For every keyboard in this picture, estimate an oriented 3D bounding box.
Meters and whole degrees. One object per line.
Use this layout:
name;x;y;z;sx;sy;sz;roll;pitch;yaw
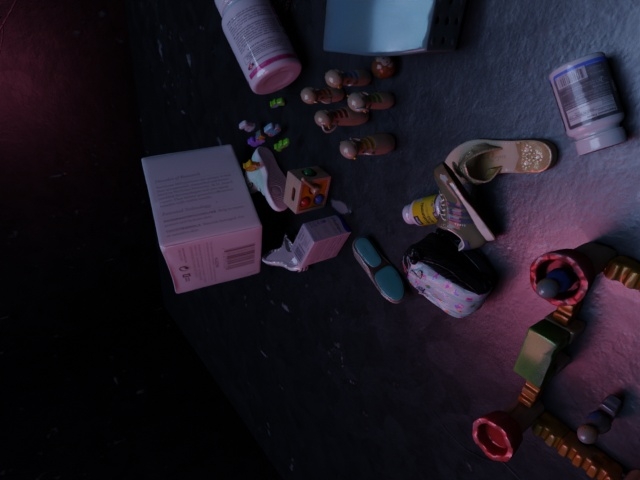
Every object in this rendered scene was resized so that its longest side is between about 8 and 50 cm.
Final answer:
keyboard;-0.111;-0.711;1.230;0.108;0.023;0.180;64;146;13

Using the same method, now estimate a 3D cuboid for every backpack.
backpack;0.274;0.074;0.929;0.182;0.152;0.115;38;139;24

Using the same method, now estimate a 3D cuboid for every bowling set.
bowling set;0.071;-0.345;1.009;0.287;0.154;0.199;50;140;30

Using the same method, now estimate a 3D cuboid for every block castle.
block castle;0.441;0.255;0.687;0.303;0.213;0.452;35;131;42

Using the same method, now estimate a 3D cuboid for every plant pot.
plant pot;0.151;-0.447;0.853;0.234;0.166;0.165;30;128;37

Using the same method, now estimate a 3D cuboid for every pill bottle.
pill bottle;0.407;-0.203;0.657;0.078;0.078;0.137;-18;89;56
pill bottle;0.241;-0.067;0.966;0.116;0.065;0.065;-11;95;57
pill bottle;-0.182;-0.583;1.237;0.160;0.161;0.282;-27;89;56

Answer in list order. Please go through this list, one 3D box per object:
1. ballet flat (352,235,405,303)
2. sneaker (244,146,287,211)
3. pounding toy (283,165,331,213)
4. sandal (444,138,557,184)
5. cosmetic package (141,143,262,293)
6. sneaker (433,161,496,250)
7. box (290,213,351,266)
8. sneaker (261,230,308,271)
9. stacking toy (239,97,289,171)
ballet flat;0.158;0.081;1.164;0.213;0.072;0.068;57;170;24
sneaker;-0.187;-0.180;1.502;0.151;0.094;0.255;-48;54;46
pounding toy;-0.037;-0.153;1.268;0.100;0.130;0.141;44;137;36
sandal;0.308;-0.149;0.821;0.240;0.079;0.088;4;107;55
cosmetic package;-0.424;-0.079;1.579;0.329;0.328;0.393;102;149;-55
sneaker;0.264;-0.057;0.867;0.086;0.064;0.192;-33;102;29
box;0.000;0.000;1.274;0.072;0.137;0.126;58;143;24
sneaker;-0.126;0.027;1.531;0.229;0.086;0.132;11;107;44
stacking toy;-0.179;-0.341;1.406;0.221;0.052;0.166;-21;70;39
